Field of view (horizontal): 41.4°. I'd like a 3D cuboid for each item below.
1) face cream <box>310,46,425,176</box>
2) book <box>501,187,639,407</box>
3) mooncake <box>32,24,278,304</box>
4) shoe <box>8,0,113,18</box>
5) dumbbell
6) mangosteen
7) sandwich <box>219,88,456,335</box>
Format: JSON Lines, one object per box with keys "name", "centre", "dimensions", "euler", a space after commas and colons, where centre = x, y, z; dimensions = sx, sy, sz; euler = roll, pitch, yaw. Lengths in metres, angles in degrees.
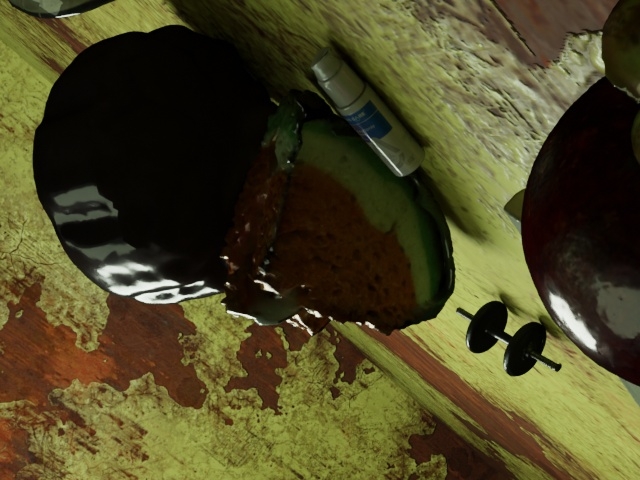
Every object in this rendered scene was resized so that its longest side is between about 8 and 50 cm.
{"name": "face cream", "centre": [0.038, -0.107, 0.700], "dimensions": [0.130, 0.034, 0.034], "euler": [46, 169, -30]}
{"name": "book", "centre": [0.312, 0.113, 0.660], "dimensions": [0.260, 0.043, 0.371], "euler": [30, 167, 50]}
{"name": "mooncake", "centre": [-0.142, -0.077, 0.849], "dimensions": [0.141, 0.283, 0.283], "euler": [-12, 139, 33]}
{"name": "shoe", "centre": [-0.236, -0.300, 0.583], "dimensions": [0.336, 0.132, 0.171], "euler": [47, 156, 33]}
{"name": "dumbbell", "centre": [0.212, 0.111, 0.967], "dimensions": [0.147, 0.069, 0.069], "euler": [31, 168, 43]}
{"name": "mangosteen", "centre": [0.152, -0.015, 0.321], "dimensions": [0.156, 0.146, 0.181], "euler": [40, 171, 14]}
{"name": "sandwich", "centre": [0.012, -0.004, 0.817], "dimensions": [0.292, 0.212, 0.109], "euler": [26, -172, -39]}
